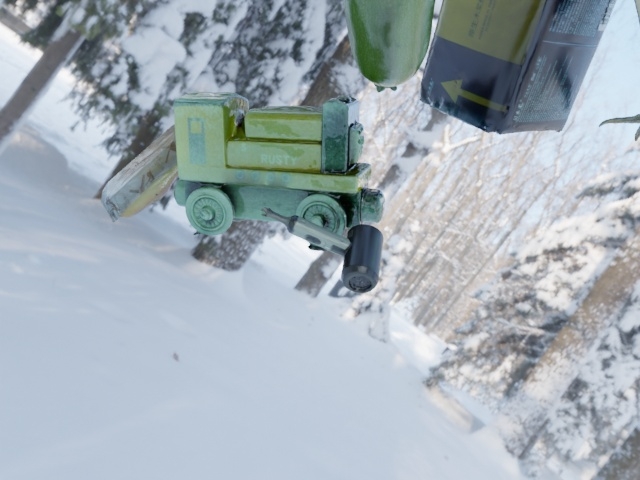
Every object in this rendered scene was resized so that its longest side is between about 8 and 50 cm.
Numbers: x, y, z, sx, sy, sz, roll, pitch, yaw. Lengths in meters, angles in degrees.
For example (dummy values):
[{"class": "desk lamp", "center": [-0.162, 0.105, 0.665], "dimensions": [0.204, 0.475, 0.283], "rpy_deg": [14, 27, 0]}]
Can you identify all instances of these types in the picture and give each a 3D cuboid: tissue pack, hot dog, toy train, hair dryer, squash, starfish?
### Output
[{"class": "tissue pack", "center": [0.384, -0.427, 1.044], "dimensions": [0.264, 0.416, 0.253], "rpy_deg": [-14, 36, -35]}, {"class": "hot dog", "center": [-0.350, -0.144, 1.171], "dimensions": [0.082, 0.270, 0.162], "rpy_deg": [49, 2, -33]}, {"class": "toy train", "center": [-0.081, -0.129, 0.976], "dimensions": [0.398, 0.253, 0.160], "rpy_deg": [6, 18, 15]}, {"class": "hair dryer", "center": [0.000, 0.000, 0.822], "dimensions": [0.198, 0.057, 0.100], "rpy_deg": [24, 43, -8]}, {"class": "squash", "center": [0.078, -0.272, 0.619], "dimensions": [0.107, 0.107, 0.395], "rpy_deg": [37, -8, 12]}, {"class": "starfish", "center": [0.670, -0.240, 1.097], "dimensions": [0.217, 0.050, 0.223], "rpy_deg": [1, -13, 21]}]

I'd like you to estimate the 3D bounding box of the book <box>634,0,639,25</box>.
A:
[{"class": "book", "center": [0.449, -0.433, 0.606], "dimensions": [0.039, 0.427, 0.300], "rpy_deg": [23, -12, 46]}]
